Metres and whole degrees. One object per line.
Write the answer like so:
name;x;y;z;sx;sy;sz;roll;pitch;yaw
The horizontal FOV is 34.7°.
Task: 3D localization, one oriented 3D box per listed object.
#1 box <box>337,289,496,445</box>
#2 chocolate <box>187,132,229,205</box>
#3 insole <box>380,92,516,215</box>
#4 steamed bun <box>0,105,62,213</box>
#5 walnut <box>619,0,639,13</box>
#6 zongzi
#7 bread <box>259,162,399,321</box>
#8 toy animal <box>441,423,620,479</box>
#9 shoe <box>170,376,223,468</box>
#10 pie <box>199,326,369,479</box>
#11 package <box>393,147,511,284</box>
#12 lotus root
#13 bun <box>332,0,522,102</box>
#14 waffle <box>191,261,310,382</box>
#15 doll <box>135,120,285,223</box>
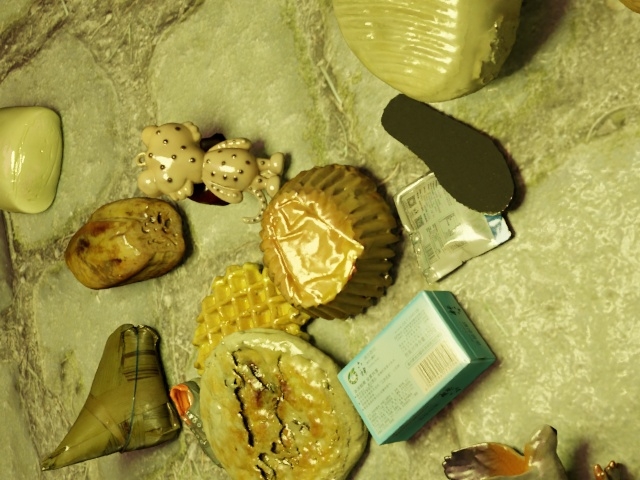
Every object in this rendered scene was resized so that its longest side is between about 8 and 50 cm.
box;0.150;0.204;1.644;0.232;0.083;0.143;-49;59;29
chocolate;-0.234;-0.136;1.996;0.125;0.080;0.149;-18;77;38
insole;0.201;-0.143;1.648;0.309;0.012;0.110;41;103;38
steamed bun;-0.700;-0.187;2.351;0.200;0.154;0.250;10;97;41
walnut;0.455;-0.402;1.335;0.228;0.228;0.228;-3;85;41
zongzi;-0.439;0.300;2.011;0.123;0.289;0.260;-34;67;48
bread;0.000;0.000;1.742;0.274;0.149;0.274;-3;85;31
toy animal;0.308;0.428;1.469;0.302;0.225;0.284;-30;87;23
shoe;-0.229;0.352;1.963;0.074;0.077;0.194;-43;61;30
pie;-0.078;0.309;1.792;0.339;0.077;0.339;6;102;29
package;0.207;-0.040;1.645;0.173;0.027;0.171;-31;64;29
lotus root;-0.404;0.003;2.074;0.291;0.193;0.193;-19;75;42
bun;0.171;-0.393;1.572;0.326;0.234;0.362;-18;91;45
waffle;-0.135;0.180;1.903;0.283;0.065;0.309;29;107;39
doll;-0.205;-0.130;1.887;0.278;0.119;0.154;16;82;6
